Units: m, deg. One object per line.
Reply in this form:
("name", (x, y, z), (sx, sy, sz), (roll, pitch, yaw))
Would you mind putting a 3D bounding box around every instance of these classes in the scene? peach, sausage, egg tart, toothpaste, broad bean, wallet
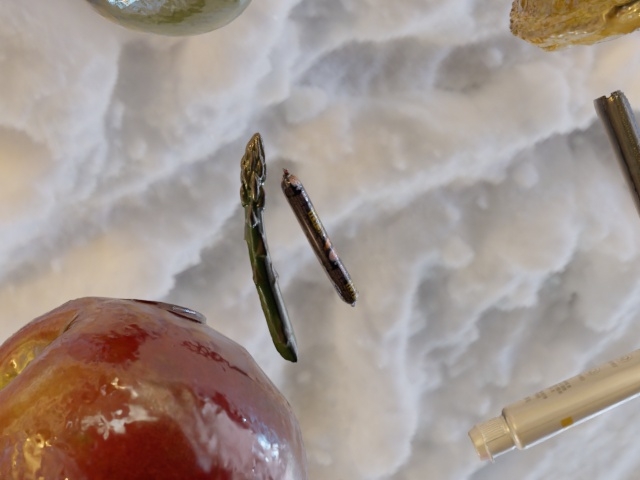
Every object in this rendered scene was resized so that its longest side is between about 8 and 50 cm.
("peach", (-0.200, 0.220, 1.327), (0.406, 0.310, 0.335), (21, 157, -25))
("sausage", (0.000, 0.000, 1.394), (0.028, 0.025, 0.198), (-47, 124, -33))
("egg tart", (0.200, -0.200, 0.824), (0.191, 0.191, 0.074), (-32, 110, 1))
("toothpaste", (0.188, 0.097, 0.821), (0.190, 0.048, 0.031), (-24, 107, 0))
("broad bean", (-0.162, -0.287, 1.280), (0.189, 0.263, 0.121), (42, 72, -24))
("wallet", (0.319, -0.052, 1.226), (0.031, 0.198, 0.110), (-22, -179, 12))

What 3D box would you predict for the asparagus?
("asparagus", (-0.050, 0.012, 1.138), (0.034, 0.027, 0.236), (-17, 119, -15))
